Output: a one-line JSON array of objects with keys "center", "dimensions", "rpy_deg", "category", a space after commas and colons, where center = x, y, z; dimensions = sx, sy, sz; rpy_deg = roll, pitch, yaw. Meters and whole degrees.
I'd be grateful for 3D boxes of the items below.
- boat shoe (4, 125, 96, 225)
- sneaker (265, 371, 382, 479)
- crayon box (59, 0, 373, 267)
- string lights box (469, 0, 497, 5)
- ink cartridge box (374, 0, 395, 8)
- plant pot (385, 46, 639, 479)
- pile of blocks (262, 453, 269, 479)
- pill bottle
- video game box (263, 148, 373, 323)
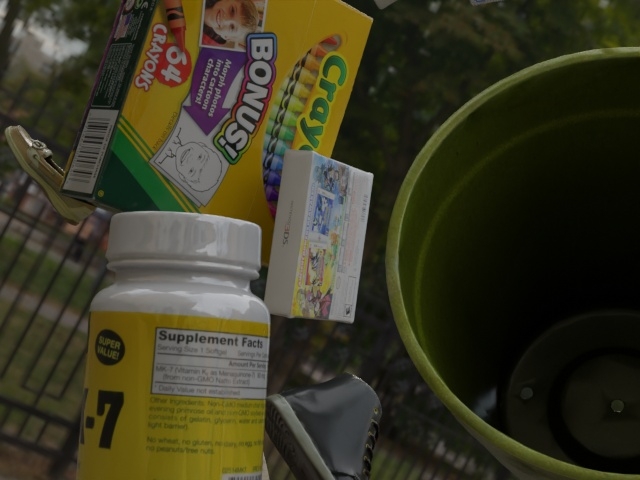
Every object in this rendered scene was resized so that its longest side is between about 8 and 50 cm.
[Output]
[{"center": [-0.346, -0.091, 1.563], "dimensions": [0.153, 0.048, 0.056], "rpy_deg": [53, 5, 3], "category": "boat shoe"}, {"center": [0.039, 0.239, 1.304], "dimensions": [0.222, 0.118, 0.083], "rpy_deg": [57, -29, 24], "category": "sneaker"}, {"center": [-0.123, -0.177, 1.550], "dimensions": [0.313, 0.362, 0.106], "rpy_deg": [21, -6, -36], "category": "crayon box"}, {"center": [0.246, -0.512, 1.875], "dimensions": [0.077, 0.259, 0.133], "rpy_deg": [-6, -18, 24], "category": "string lights box"}, {"center": [0.114, -0.360, 1.266], "dimensions": [0.148, 0.203, 0.086], "rpy_deg": [56, 22, -8], "category": "ink cartridge box"}, {"center": [0.260, 0.088, 1.050], "dimensions": [0.367, 0.366, 0.353], "rpy_deg": [27, -21, 23], "category": "plant pot"}, {"center": [-0.079, 0.332, 0.999], "dimensions": [0.113, 0.362, 0.149], "rpy_deg": [-8, -18, -7], "category": "pile of blocks"}, {"center": [-0.093, 0.091, 0.780], "dimensions": [0.119, 0.208, 0.119], "rpy_deg": [3, -7, 0], "category": "pill bottle"}, {"center": [0.000, 0.000, 1.544], "dimensions": [0.048, 0.205, 0.187], "rpy_deg": [7, -4, 24], "category": "video game box"}]
